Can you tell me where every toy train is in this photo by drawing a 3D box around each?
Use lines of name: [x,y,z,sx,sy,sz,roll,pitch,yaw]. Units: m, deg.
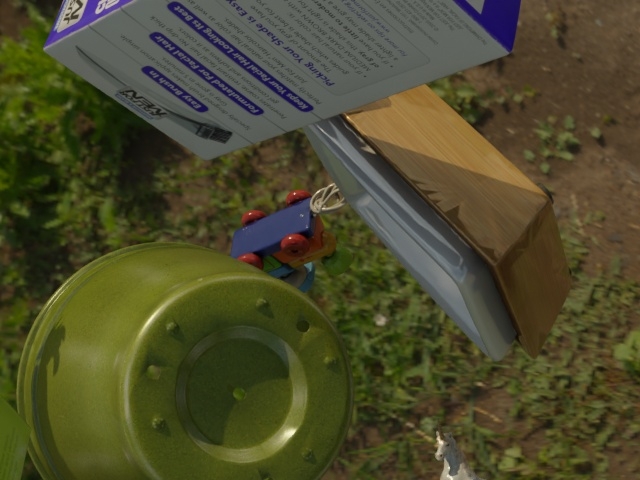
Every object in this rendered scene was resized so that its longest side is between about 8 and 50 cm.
toy train: [0.000,0.000,1.725,0.248,0.143,0.105,-23,44,30]

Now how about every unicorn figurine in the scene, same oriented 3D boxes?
unicorn figurine: [0.180,0.309,1.436,0.111,0.162,0.060,-66,12,-24]

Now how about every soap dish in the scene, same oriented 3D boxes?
soap dish: [0.114,-0.038,1.121,0.118,0.229,0.291,-40,58,-4]

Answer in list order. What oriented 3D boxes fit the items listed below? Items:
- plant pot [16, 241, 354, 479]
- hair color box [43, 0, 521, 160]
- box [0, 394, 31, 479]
plant pot: [-0.130,0.166,1.281,0.353,0.366,0.367,163,112,-69]
hair color box: [-0.035,-0.182,0.888,0.339,0.185,0.110,-15,52,42]
box: [-0.186,0.086,0.490,0.042,0.178,0.109,-6,53,12]
